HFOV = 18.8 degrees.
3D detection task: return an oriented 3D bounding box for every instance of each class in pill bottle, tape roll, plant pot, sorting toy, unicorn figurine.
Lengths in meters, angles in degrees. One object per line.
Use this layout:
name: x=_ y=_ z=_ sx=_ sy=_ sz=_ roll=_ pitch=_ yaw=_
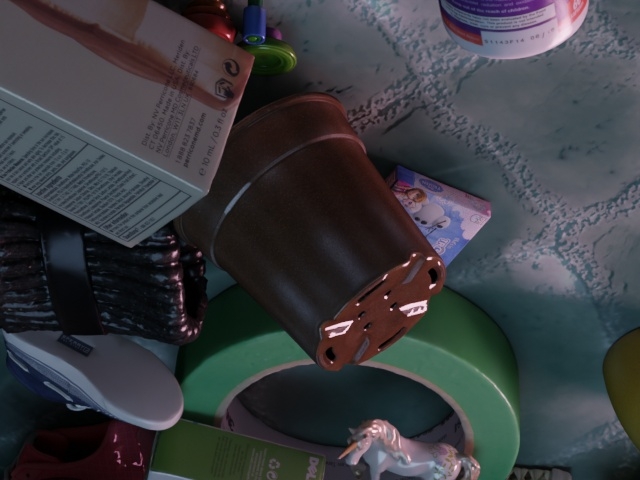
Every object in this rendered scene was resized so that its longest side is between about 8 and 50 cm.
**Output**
pill bottle: x=0.123 y=-0.228 z=1.321 sx=0.108 sy=0.108 sz=0.193 roll=-5 pitch=138 yaw=10
tape roll: x=0.023 y=0.154 z=1.776 sx=0.321 sy=0.077 sz=0.321 roll=3 pitch=137 yaw=2
plant pot: x=0.000 y=0.000 z=1.491 sx=0.167 sy=0.165 sz=0.167 roll=-31 pitch=153 yaw=-18
plant pot: x=0.322 y=0.150 z=1.730 sx=0.134 sy=0.095 sz=0.134 roll=3 pitch=137 yaw=3
sorting toy: x=-0.061 y=-0.162 z=1.467 sx=0.102 sy=0.042 sz=0.061 roll=17 pitch=153 yaw=-31
unicorn figurine: x=0.068 y=0.200 z=1.730 sx=0.162 sy=0.060 sz=0.111 roll=1 pitch=140 yaw=-21

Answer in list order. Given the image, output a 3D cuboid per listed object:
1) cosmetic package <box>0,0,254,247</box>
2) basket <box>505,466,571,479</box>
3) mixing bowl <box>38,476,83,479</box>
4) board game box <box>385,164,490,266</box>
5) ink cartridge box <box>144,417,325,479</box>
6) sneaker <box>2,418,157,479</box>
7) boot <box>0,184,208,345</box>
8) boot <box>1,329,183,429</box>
cosmetic package: x=-0.219 y=-0.128 z=1.413 sx=0.296 sy=0.129 sz=0.153 roll=27 pitch=153 yaw=-21
basket: x=0.179 y=0.310 z=1.870 sx=0.103 sy=0.167 sz=0.113 roll=10 pitch=138 yaw=1
mixing bowl: x=-0.240 y=0.287 z=1.793 sx=0.181 sy=0.098 sz=0.181 roll=2 pitch=123 yaw=3
board game box: x=0.082 y=-0.015 z=1.625 sx=0.090 sy=0.020 sz=0.090 roll=20 pitch=135 yaw=-18
ink cartridge box: x=-0.056 y=0.233 z=1.754 sx=0.209 sy=0.062 sz=0.109 roll=14 pitch=143 yaw=-3
sneaker: x=-0.270 y=0.243 z=1.895 sx=0.314 sy=0.116 sz=0.136 roll=-25 pitch=120 yaw=20
boot: x=-0.246 y=-0.033 z=1.547 sx=0.260 sy=0.131 sz=0.348 roll=-1 pitch=149 yaw=16
boot: x=-0.204 y=0.125 z=1.739 sx=0.190 sy=0.069 sz=0.086 roll=32 pitch=147 yaw=17
